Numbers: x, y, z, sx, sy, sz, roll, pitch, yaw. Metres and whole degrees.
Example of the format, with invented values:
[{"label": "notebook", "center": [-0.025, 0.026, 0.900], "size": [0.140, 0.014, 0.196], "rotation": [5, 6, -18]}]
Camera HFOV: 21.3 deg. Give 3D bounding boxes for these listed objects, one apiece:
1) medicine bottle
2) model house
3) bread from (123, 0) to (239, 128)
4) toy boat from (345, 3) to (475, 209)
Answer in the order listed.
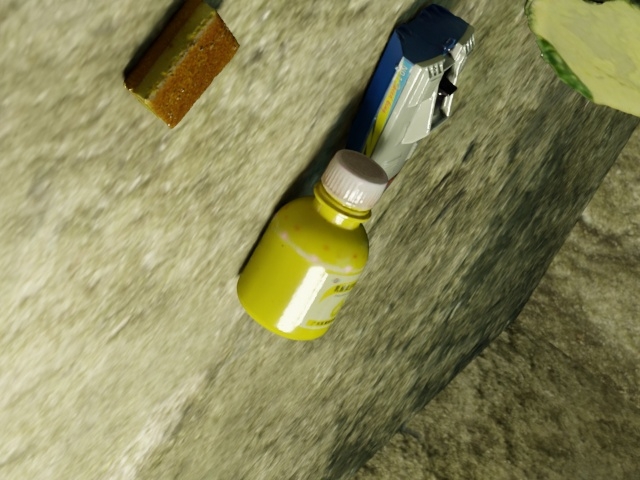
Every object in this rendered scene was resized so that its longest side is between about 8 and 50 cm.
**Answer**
[{"label": "medicine bottle", "center": [0.000, 0.000, 1.941], "size": [0.212, 0.122, 0.122], "rotation": [-60, 165, 26]}, {"label": "model house", "center": [0.473, -0.329, 2.307], "size": [0.266, 0.321, 0.261], "rotation": [-47, 128, -15]}, {"label": "bread", "center": [-0.112, -0.145, 1.386], "size": [0.094, 0.035, 0.090], "rotation": [-52, 166, -2]}, {"label": "toy boat", "center": [0.090, -0.128, 1.989], "size": [0.129, 0.088, 0.295], "rotation": [-39, 160, -45]}]
